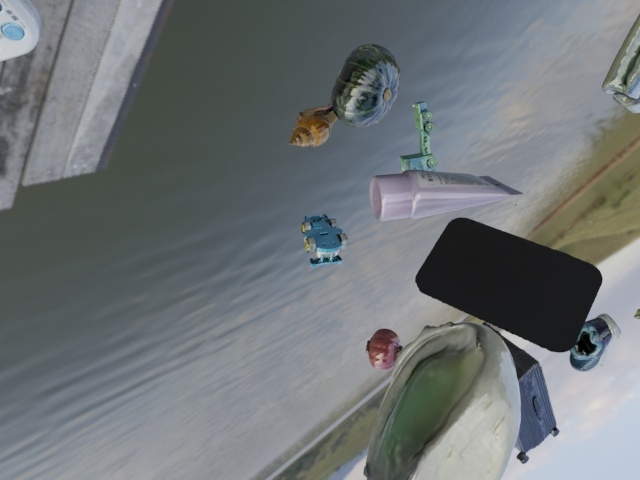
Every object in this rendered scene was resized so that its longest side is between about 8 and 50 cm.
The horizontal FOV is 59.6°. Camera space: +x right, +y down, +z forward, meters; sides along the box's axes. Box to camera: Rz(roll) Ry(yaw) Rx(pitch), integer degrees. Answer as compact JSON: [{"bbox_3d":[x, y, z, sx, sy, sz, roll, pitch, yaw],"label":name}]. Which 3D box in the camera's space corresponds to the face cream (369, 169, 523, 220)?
[{"bbox_3d":[0.239,-0.098,1.103,0.273,0.096,0.154,-7,-162,-9],"label":"face cream"}]

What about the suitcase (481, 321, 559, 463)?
[{"bbox_3d":[0.510,0.421,1.559,0.152,0.229,0.335,-35,125,-11],"label":"suitcase"}]

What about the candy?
[{"bbox_3d":[0.221,0.347,1.063,0.386,0.186,0.427,-65,-171,-12],"label":"candy"}]

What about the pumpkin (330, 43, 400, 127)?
[{"bbox_3d":[0.112,-0.389,1.412,0.211,0.152,0.212,-40,140,-45],"label":"pumpkin"}]

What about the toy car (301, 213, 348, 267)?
[{"bbox_3d":[0.000,0.000,1.689,0.126,0.161,0.098,-7,131,-20],"label":"toy car"}]

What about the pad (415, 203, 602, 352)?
[{"bbox_3d":[0.332,0.017,0.914,0.323,0.250,0.055,-42,146,-40],"label":"pad"}]

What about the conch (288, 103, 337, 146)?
[{"bbox_3d":[-0.002,-0.339,1.650,0.330,0.109,0.093,-39,137,-50],"label":"conch"}]

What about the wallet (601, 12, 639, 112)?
[{"bbox_3d":[0.641,-0.362,1.042,0.360,0.083,0.252,-7,128,-50],"label":"wallet"}]

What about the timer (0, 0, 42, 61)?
[{"bbox_3d":[-0.692,-0.463,1.073,0.236,0.087,0.262,-10,148,10],"label":"timer"}]

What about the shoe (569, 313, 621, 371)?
[{"bbox_3d":[0.708,0.280,1.490,0.106,0.092,0.207,-14,137,-14],"label":"shoe"}]

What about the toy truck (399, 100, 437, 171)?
[{"bbox_3d":[0.231,-0.242,1.348,0.081,0.175,0.067,-9,-162,-3],"label":"toy truck"}]

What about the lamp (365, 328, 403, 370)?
[{"bbox_3d":[0.163,0.277,1.420,0.107,0.092,0.108,8,90,-72],"label":"lamp"}]

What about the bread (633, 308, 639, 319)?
[{"bbox_3d":[0.649,0.096,0.728,0.233,0.361,0.245,55,59,-85],"label":"bread"}]
